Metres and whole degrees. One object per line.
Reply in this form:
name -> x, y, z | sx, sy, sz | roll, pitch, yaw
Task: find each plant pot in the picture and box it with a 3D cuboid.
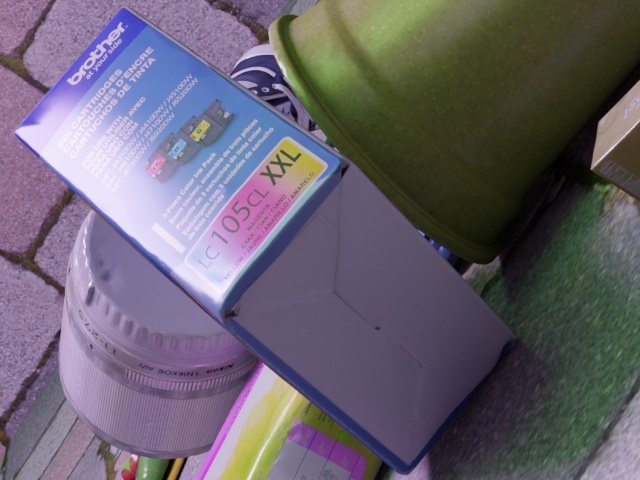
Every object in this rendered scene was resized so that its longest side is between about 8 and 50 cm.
plant pot -> 0.141, -0.165, 1.559 | 0.254, 0.276, 0.276 | -43, 16, 17

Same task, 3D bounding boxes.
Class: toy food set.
toy food set -> -0.217, 0.269, 2.310 | 0.128, 0.071, 0.218 | -47, 16, 44

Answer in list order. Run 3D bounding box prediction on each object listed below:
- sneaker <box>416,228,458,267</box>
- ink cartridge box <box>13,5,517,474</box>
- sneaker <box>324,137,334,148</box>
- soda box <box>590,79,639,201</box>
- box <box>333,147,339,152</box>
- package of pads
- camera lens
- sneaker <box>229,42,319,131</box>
sneaker -> 0.092, 0.005, 1.736 | 0.053, 0.059, 0.144 | -58, 12, -11
ink cartridge box -> -0.062, -0.018, 1.501 | 0.151, 0.270, 0.395 | -48, 43, -2
sneaker -> 0.075, -0.168, 2.264 | 0.191, 0.071, 0.083 | -67, 18, 1
soda box -> 0.265, -0.105, 1.306 | 0.181, 0.058, 0.061 | -48, 16, 39
box -> 0.122, -0.154, 1.865 | 0.148, 0.121, 0.311 | -40, 21, 55
package of pads -> -0.021, 0.180, 1.651 | 0.296, 0.101, 0.229 | -63, 12, -21
camera lens -> -0.147, 0.075, 1.886 | 0.274, 0.219, 0.219 | 108, -175, -57
sneaker -> 0.007, -0.162, 2.115 | 0.282, 0.099, 0.153 | -3, 29, 27
